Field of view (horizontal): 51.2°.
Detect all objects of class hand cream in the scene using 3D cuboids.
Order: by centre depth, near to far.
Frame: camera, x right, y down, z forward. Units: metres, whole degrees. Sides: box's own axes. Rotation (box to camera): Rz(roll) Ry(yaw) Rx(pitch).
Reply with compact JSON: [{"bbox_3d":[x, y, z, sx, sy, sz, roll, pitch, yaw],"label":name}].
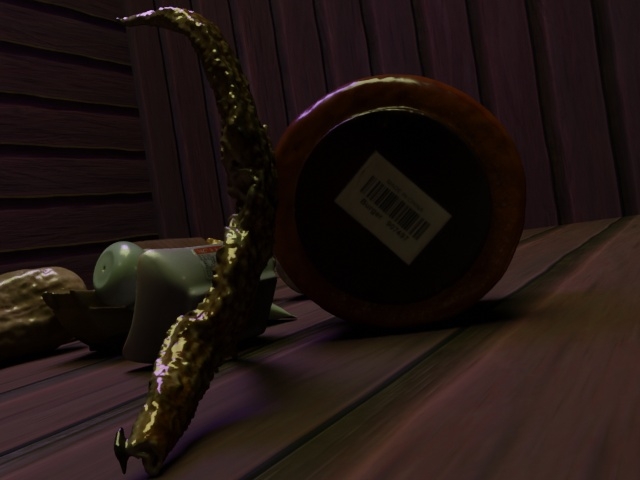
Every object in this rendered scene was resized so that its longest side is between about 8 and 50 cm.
[{"bbox_3d":[-0.190,0.086,1.013,0.305,0.093,0.147,24,-21,-40],"label":"hand cream"}]

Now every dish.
[{"bbox_3d":[-0.136,0.081,0.851,0.077,0.151,0.212,27,22,32],"label":"dish"}]

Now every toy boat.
[{"bbox_3d":[-0.259,0.077,1.132,0.135,0.162,0.445,-5,3,29],"label":"toy boat"}]

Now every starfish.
[{"bbox_3d":[-0.101,-0.023,0.624,0.132,0.399,0.384,-8,-10,-3],"label":"starfish"}]

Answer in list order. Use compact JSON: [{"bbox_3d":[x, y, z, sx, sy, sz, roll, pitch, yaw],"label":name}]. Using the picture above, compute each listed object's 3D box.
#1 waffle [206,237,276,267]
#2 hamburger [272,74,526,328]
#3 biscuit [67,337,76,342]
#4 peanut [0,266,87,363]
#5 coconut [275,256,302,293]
[{"bbox_3d":[-0.206,0.074,1.441,0.218,0.057,0.229,-8,-34,-14],"label":"waffle"},{"bbox_3d":[0.097,-0.053,0.880,0.329,0.330,0.250,-9,4,13],"label":"hamburger"},{"bbox_3d":[-0.553,0.188,1.308,0.236,0.026,0.131,-7,0,27],"label":"biscuit"},{"bbox_3d":[-0.519,0.134,1.069,0.291,0.143,0.159,-18,-27,-49],"label":"peanut"},{"bbox_3d":[0.000,0.000,1.401,0.224,0.224,0.224,-9,1,0],"label":"coconut"}]
